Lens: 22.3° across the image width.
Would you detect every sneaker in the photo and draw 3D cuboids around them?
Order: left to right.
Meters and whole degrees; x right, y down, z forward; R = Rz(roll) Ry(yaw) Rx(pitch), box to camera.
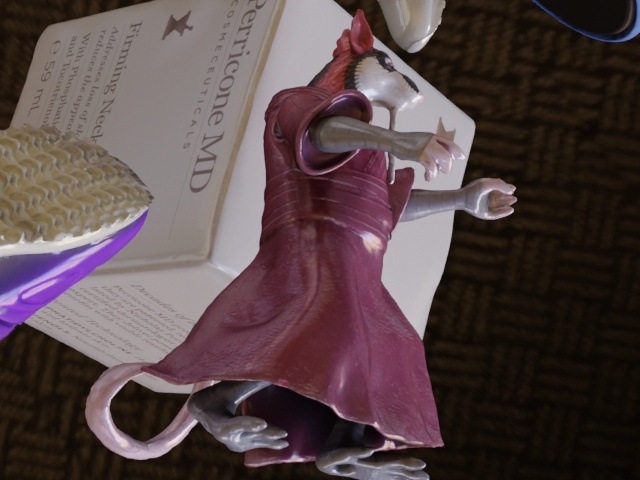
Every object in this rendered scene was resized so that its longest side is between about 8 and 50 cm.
[{"bbox_3d":[-0.233,0.034,0.985,0.102,0.146,0.293,43,44,19],"label":"sneaker"},{"bbox_3d":[0.074,-0.312,1.752,0.095,0.090,0.235,7,65,-31],"label":"sneaker"}]

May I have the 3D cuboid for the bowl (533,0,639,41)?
[{"bbox_3d":[0.244,-0.380,1.779,0.077,0.391,0.391,-41,97,-8],"label":"bowl"}]

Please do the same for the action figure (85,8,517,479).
[{"bbox_3d":[0.000,0.000,1.248,0.276,0.248,0.370,-6,65,17],"label":"action figure"}]

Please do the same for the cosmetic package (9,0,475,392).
[{"bbox_3d":[-0.107,-0.042,1.722,0.327,0.394,0.329,35,61,-41],"label":"cosmetic package"}]
